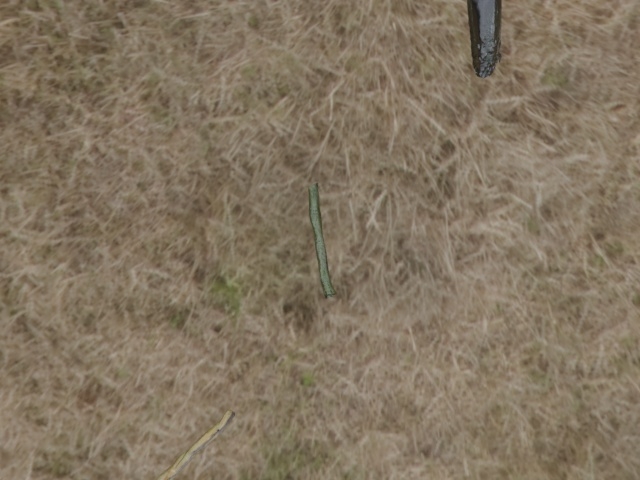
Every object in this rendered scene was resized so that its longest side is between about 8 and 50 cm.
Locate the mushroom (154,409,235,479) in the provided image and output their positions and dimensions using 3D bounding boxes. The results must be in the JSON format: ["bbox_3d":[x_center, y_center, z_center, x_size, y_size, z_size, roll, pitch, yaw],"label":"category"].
[{"bbox_3d":[-0.203,0.299,1.028,0.286,0.028,0.026,-44,125,1],"label":"mushroom"}]

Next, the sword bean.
[{"bbox_3d":[0.000,0.000,0.635,0.012,0.012,0.083,-10,84,7],"label":"sword bean"}]

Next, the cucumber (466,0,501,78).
[{"bbox_3d":[0.160,-0.218,0.866,0.033,0.034,0.135,-4,142,9],"label":"cucumber"}]
